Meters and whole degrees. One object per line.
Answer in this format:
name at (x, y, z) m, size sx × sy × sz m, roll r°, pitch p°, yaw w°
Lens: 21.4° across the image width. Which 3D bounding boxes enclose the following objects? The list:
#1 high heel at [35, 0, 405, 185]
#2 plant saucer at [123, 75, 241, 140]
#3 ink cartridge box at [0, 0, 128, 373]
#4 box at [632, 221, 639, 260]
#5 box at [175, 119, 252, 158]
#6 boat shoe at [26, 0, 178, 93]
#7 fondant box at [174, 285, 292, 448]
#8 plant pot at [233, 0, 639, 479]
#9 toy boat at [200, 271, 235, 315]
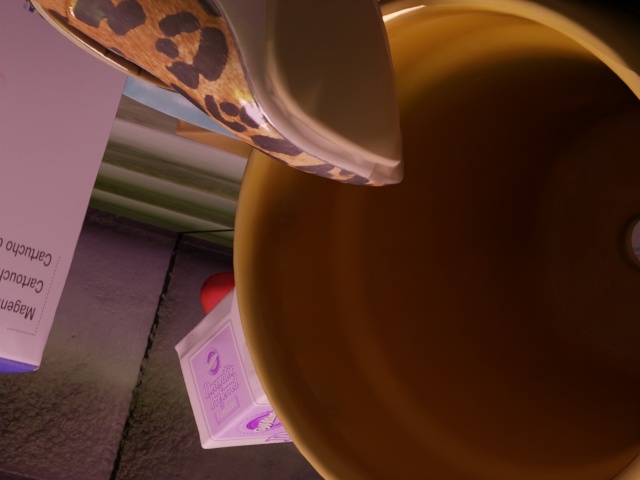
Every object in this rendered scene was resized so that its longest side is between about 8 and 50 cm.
high heel at (-0.083, -0.109, 0.716) m, size 0.186 × 0.093 × 0.261 m, roll 3°, pitch 147°, yaw 42°
plant saucer at (0.003, -0.092, 1.157) m, size 0.317 × 0.044 × 0.317 m, roll 15°, pitch 176°, yaw 1°
ink cartridge box at (-0.241, -0.031, 0.884) m, size 0.071 × 0.330 × 0.324 m, roll 12°, pitch 175°, yaw 29°
box at (0.156, 0.006, 1.039) m, size 0.203 × 0.114 × 0.103 m, roll 1°, pitch 168°, yaw -13°
box at (-0.015, -0.079, 1.494) m, size 0.164 × 0.021 × 0.201 m, roll 18°, pitch 175°, yaw -30°
boat shoe at (-0.072, -0.113, 0.913) m, size 0.223 × 0.080 × 0.073 m, roll 13°, pitch 173°, yaw -38°
fondant box at (0.090, 0.064, 1.297) m, size 0.330 × 0.096 × 0.238 m, roll 1°, pitch 151°, yaw -34°
plant pot at (0.125, 0.007, 0.835) m, size 0.254 × 0.254 × 0.239 m, roll 12°, pitch -171°, yaw 34°
toy boat at (0.000, 0.000, 1.440) m, size 0.231 × 0.151 × 0.151 m, roll -28°, pitch 172°, yaw 2°
